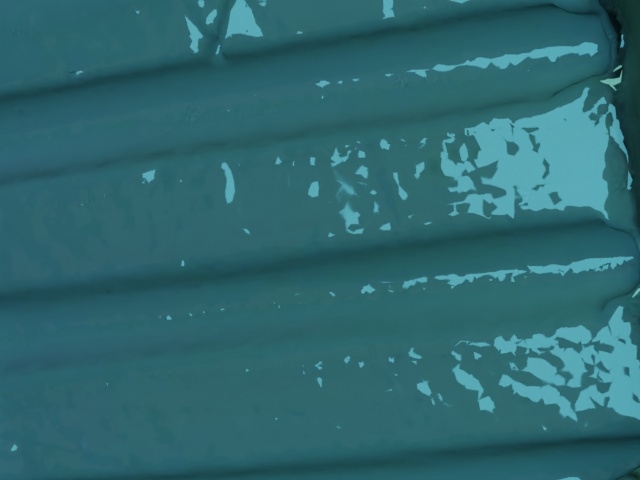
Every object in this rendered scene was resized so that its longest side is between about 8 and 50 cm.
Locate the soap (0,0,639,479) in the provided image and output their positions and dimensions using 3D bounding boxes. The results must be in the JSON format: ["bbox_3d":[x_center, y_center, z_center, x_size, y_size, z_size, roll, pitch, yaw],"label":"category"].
[{"bbox_3d":[0.000,0.000,1.023,0.435,0.213,0.350,-10,94,26],"label":"soap"}]
